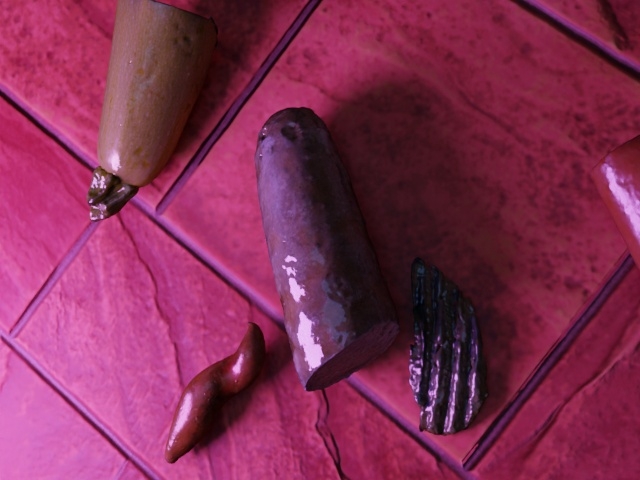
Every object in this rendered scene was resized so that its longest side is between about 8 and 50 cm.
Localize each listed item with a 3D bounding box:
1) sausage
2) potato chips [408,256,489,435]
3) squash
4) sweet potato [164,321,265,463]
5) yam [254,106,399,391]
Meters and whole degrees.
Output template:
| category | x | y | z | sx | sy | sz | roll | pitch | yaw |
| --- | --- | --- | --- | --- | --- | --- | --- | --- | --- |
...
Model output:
| category | x | y | z | sx | sy | sz | roll | pitch | yaw |
| --- | --- | --- | --- | --- | --- | --- | --- | --- | --- |
| sausage | 0.391 | 0.010 | 0.896 | 0.114 | 0.113 | 0.259 | -27 | 77 | 10 |
| potato chips | 0.147 | 0.123 | 0.987 | 0.092 | 0.028 | 0.207 | -2 | 85 | 13 |
| squash | -0.220 | -0.157 | 1.083 | 0.137 | 0.137 | 0.287 | 18 | 102 | 15 |
| sweet potato | -0.133 | 0.188 | 1.035 | 0.202 | 0.058 | 0.055 | -50 | 54 | 5 |
| yam | 0.000 | 0.000 | 0.993 | 0.133 | 0.133 | 0.330 | -17 | 76 | 12 |
